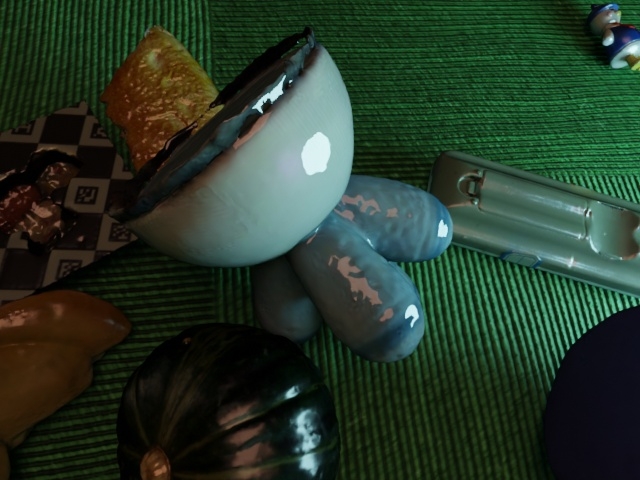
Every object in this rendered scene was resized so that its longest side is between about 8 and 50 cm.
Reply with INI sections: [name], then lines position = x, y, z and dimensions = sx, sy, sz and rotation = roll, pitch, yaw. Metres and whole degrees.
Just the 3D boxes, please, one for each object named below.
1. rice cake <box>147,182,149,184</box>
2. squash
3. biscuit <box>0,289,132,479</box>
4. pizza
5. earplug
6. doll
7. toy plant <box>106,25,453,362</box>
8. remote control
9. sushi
[rice cake]
position = -0.115, -0.102, 0.581
dimensions = 0.210, 0.038, 0.125
rotation = -3, 71, -6
[squash]
position = -0.085, 0.180, 0.411
dimensions = 0.172, 0.218, 0.218
rotation = -17, 69, -53
[biscuit]
position = -0.331, 0.169, 0.427
dimensions = 0.154, 0.045, 0.299
rotation = 42, 66, -31
[pizza]
position = -0.177, -0.142, 0.538
dimensions = 0.134, 0.056, 0.271
rotation = -26, 80, -16
[earplug]
position = 0.485, 0.259, 0.444
dimensions = 0.455, 0.215, 0.215
rotation = 28, 70, 0
[doll]
position = 0.477, -0.332, 0.719
dimensions = 0.098, 0.058, 0.143
rotation = -4, 64, -30
[toy plant]
position = 0.000, 0.000, 0.447
dimensions = 0.332, 0.247, 0.247
rotation = 46, 68, -27
[remote control]
position = 0.305, -0.025, 0.587
dimensions = 0.334, 0.066, 0.128
rotation = 16, 68, -1
[sushi]
position = -0.339, -0.036, 0.532
dimensions = 0.231, 0.047, 0.220
rotation = -31, 72, -20
